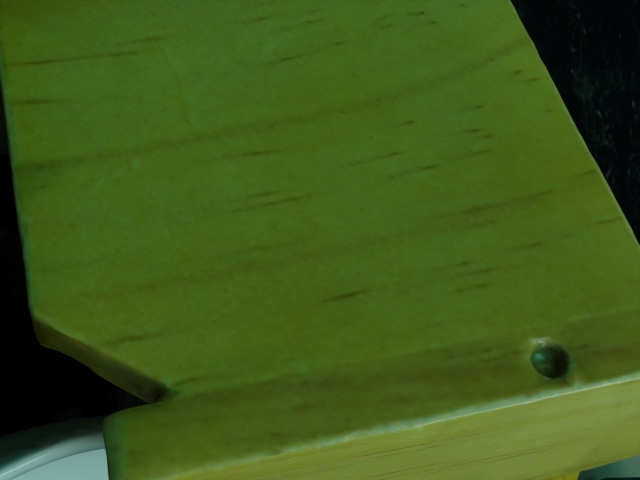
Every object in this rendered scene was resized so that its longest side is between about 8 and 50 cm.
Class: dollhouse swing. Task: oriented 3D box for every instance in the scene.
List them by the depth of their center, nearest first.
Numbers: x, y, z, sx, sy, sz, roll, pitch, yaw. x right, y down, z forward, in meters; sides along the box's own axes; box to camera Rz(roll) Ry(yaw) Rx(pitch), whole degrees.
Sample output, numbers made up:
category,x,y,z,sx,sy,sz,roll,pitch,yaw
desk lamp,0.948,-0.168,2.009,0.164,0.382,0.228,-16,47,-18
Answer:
category,x,y,z,sx,sy,sz,roll,pitch,yaw
dollhouse swing,0.000,0.000,0.538,0.315,0.305,0.347,-9,59,-15

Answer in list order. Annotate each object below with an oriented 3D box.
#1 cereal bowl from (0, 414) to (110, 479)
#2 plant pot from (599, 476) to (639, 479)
category,x,y,z,sx,sy,sz,roll,pitch,yaw
cereal bowl,-0.121,0.247,0.433,0.339,0.141,0.339,5,83,-44
plant pot,0.306,0.342,0.828,0.165,0.165,0.234,-19,91,-43
